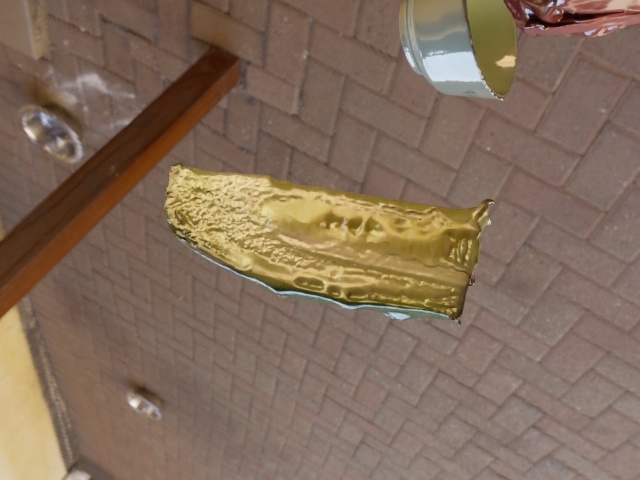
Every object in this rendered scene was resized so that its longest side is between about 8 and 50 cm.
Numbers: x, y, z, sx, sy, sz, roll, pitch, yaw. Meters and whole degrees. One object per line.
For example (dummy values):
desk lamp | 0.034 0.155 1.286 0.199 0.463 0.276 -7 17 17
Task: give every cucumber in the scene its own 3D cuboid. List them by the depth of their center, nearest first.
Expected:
cucumber | 0.000 0.003 0.734 0.326 0.145 0.105 11 159 9

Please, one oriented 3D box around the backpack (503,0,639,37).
backpack | 0.296 -0.272 0.700 0.229 0.138 0.229 -6 166 -2

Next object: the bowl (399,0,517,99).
bowl | 0.176 -0.282 0.951 0.112 0.211 0.211 -2 130 31
